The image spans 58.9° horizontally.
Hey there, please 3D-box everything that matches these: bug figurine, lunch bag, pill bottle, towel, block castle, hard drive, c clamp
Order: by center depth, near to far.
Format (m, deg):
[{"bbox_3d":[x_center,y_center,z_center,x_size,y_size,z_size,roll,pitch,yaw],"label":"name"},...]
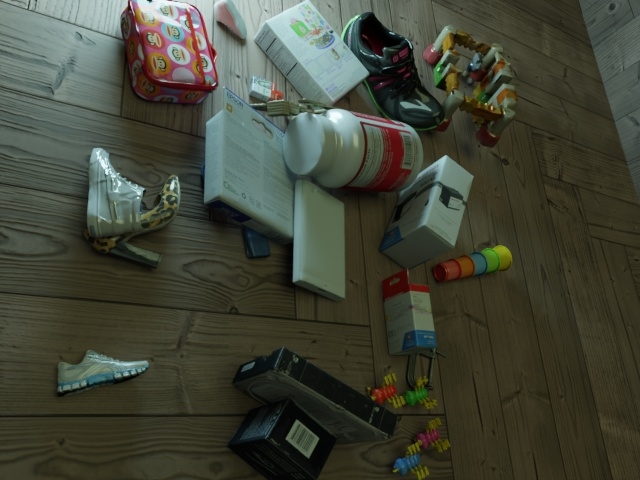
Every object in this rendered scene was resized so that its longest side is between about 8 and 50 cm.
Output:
[{"bbox_3d":[-0.017,0.382,1.349,0.339,0.237,0.064,34,55,-18],"label":"hard drive"},{"bbox_3d":[-0.177,-0.009,1.550,0.067,0.029,0.119,-2,70,-36],"label":"towel"},{"bbox_3d":[0.245,0.505,1.573,0.216,0.072,0.278,-6,71,-37],"label":"bug figurine"},{"bbox_3d":[-0.405,-0.526,1.583,0.258,0.120,0.293,-5,74,-39],"label":"lunch bag"},{"bbox_3d":[0.000,0.000,1.620,0.203,0.040,0.307,28,54,-46],"label":"hard drive"},{"bbox_3d":[0.099,-0.265,1.692,0.408,0.229,0.228,0,69,-43],"label":"pill bottle"},{"bbox_3d":[0.321,0.386,1.710,0.137,0.022,0.160,33,54,-18],"label":"c clamp"},{"bbox_3d":[0.561,-0.585,2.198,0.303,0.213,0.453,14,55,-15],"label":"block castle"}]

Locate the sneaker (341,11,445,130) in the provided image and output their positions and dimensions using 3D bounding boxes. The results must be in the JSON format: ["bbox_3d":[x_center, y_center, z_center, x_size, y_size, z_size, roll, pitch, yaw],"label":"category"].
[{"bbox_3d":[0.253,-0.579,1.965,0.185,0.202,0.483,-43,91,-17],"label":"sneaker"}]

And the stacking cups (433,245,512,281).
[{"bbox_3d":[0.515,0.081,1.945,0.316,0.096,0.096,-7,74,-32],"label":"stacking cups"}]

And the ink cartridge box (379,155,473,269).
[{"bbox_3d":[0.339,-0.087,1.807,0.129,0.223,0.307,35,54,-15],"label":"ink cartridge box"}]

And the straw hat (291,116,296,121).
[{"bbox_3d":[-0.018,-0.356,1.794,0.145,0.061,0.144,15,61,-28],"label":"straw hat"}]

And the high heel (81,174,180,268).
[{"bbox_3d":[-0.446,-0.076,1.363,0.186,0.093,0.261,21,61,-22],"label":"high heel"}]

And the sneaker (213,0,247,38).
[{"bbox_3d":[-0.286,-0.691,1.780,0.134,0.070,0.051,60,34,-35],"label":"sneaker"}]

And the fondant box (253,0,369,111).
[{"bbox_3d":[-0.023,-0.609,1.883,0.330,0.096,0.238,50,51,-6],"label":"fondant box"}]

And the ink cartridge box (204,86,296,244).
[{"bbox_3d":[-0.179,-0.190,1.530,0.324,0.072,0.330,31,49,-51],"label":"ink cartridge box"}]

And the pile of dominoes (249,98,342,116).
[{"bbox_3d":[-0.073,-0.371,1.660,0.251,0.196,0.040,-9,98,-62],"label":"pile of dominoes"}]

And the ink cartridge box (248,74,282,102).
[{"bbox_3d":[-0.164,-0.464,1.765,0.115,0.029,0.062,16,61,-27],"label":"ink cartridge box"}]

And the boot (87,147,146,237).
[{"bbox_3d":[-0.470,-0.114,1.320,0.124,0.095,0.258,-3,55,-15],"label":"boot"}]

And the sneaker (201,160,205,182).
[{"bbox_3d":[-0.269,-0.232,1.553,0.083,0.087,0.221,16,61,-27],"label":"sneaker"}]

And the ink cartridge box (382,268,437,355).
[{"bbox_3d":[0.257,0.212,1.673,0.078,0.134,0.230,9,65,-30],"label":"ink cartridge box"}]

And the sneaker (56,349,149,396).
[{"bbox_3d":[-0.463,0.268,1.210,0.191,0.071,0.082,-5,67,-36],"label":"sneaker"}]

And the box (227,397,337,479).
[{"bbox_3d":[-0.090,0.457,1.284,0.153,0.207,0.108,43,52,-11],"label":"box"}]
